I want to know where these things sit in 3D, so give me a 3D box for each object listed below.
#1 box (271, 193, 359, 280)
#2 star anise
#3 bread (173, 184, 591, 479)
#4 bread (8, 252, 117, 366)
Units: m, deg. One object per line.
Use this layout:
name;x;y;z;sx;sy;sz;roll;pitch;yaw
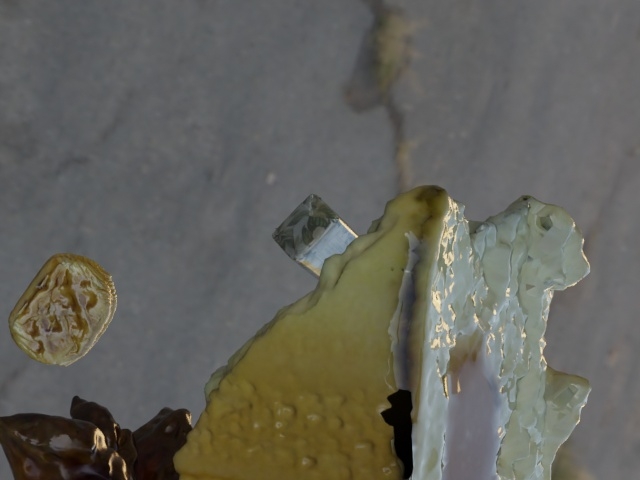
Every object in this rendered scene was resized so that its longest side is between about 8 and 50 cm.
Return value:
box;0.000;0.000;1.644;0.062;0.045;0.098;-46;155;4
star anise;-0.123;0.177;1.010;0.196;0.111;0.212;44;54;-50
bread;0.056;0.114;0.860;0.224;0.211;0.183;-38;165;28
bread;-0.239;0.066;1.609;0.111;0.083;0.044;-55;-170;6
